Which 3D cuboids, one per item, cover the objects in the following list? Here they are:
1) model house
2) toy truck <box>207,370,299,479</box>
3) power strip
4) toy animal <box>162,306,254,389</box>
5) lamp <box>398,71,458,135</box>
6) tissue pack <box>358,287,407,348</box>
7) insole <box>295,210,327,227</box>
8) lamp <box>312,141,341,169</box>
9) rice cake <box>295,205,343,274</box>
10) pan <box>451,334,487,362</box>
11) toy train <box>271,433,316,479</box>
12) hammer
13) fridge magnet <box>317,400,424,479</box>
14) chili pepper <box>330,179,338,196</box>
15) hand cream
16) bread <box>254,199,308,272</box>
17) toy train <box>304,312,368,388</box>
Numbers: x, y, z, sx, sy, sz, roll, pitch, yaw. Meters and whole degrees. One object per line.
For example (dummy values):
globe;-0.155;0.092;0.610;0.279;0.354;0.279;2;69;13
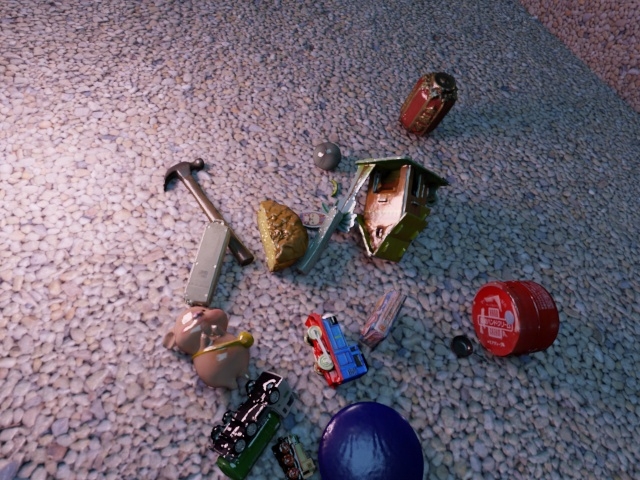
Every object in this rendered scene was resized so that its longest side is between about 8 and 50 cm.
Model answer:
model house;0.210;-0.088;1.490;0.301;0.340;0.323;17;79;-47
toy truck;-0.160;0.447;1.055;0.242;0.101;0.124;-51;123;-32
power strip;-0.330;0.067;1.273;0.078;0.052;0.271;11;65;0
toy animal;-0.275;0.274;1.126;0.165;0.149;0.248;-22;57;-43
lamp;0.428;-0.541;1.737;0.177;0.274;0.176;7;65;-15
tissue pack;0.182;0.227;1.277;0.065;0.115;0.155;33;56;6
insole;-0.062;-0.074;1.461;0.198;0.004;0.065;3;62;1
lamp;0.024;-0.309;1.596;0.105;0.105;0.105;6;57;-9
rice cake;0.000;0.000;1.386;0.042;0.045;0.245;15;67;40
pan;0.450;0.338;1.322;0.115;0.023;0.068;34;56;13
toy train;-0.035;0.585;1.034;0.085;0.053;0.249;-15;62;-31
hammer;-0.351;-0.095;1.404;0.168;0.044;0.439;-30;68;-29
fridge magnet;0.124;0.534;1.066;0.266;0.112;0.265;6;57;-9
chili pepper;0.048;-0.189;1.575;0.031;0.017;0.083;13;56;-3
hand cream;0.581;0.229;1.306;0.150;0.230;0.230;-4;59;-17
bread;-0.119;-0.016;1.360;0.140;0.143;0.228;-3;61;-28
toy train;0.035;0.301;1.215;0.131;0.082;0.203;-13;63;-20
